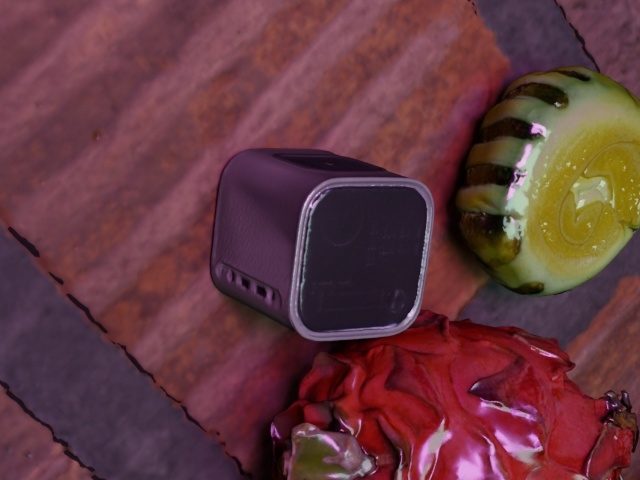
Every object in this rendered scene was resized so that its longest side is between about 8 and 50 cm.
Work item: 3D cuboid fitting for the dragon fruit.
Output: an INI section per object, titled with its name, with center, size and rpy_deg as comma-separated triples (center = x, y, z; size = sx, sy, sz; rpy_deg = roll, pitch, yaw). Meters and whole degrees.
[dragon fruit]
center = 0.065, 0.127, 0.698
size = 0.209, 0.172, 0.172
rpy_deg = 2, 102, -20

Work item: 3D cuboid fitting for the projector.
[projector]
center = 0.000, 0.000, 0.673
size = 0.083, 0.082, 0.083
rpy_deg = -2, 105, -34

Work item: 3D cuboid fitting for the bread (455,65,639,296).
[bread]
center = 0.137, -0.034, 0.763
size = 0.130, 0.071, 0.139
rpy_deg = 33, 82, -38
